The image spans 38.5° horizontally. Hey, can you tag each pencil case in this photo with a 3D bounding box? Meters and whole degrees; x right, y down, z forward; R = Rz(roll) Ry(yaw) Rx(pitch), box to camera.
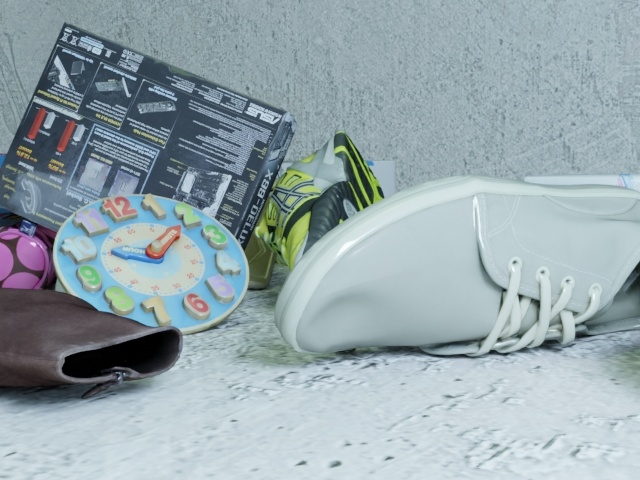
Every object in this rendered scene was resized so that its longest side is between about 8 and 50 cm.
[{"bbox_3d":[-0.379,0.017,1.199,0.098,0.095,0.209,33,-1,-6],"label":"pencil case"}]

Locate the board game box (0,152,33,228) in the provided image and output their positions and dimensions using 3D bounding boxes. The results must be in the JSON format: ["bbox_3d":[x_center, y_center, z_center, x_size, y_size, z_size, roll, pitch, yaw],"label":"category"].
[{"bbox_3d":[-0.533,-0.028,1.260,0.308,0.086,0.302,-20,-2,20],"label":"board game box"}]

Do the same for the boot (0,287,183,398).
[{"bbox_3d":[-0.252,0.072,0.662,0.207,0.090,0.248,1,2,39],"label":"boot"}]

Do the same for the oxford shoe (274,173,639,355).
[{"bbox_3d":[0.170,0.035,0.816,0.449,0.169,0.130,-5,44,-32],"label":"oxford shoe"}]

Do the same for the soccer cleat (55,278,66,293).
[{"bbox_3d":[-0.195,0.047,1.000,0.196,0.076,0.068,0,5,5],"label":"soccer cleat"}]

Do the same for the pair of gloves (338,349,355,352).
[{"bbox_3d":[0.038,0.092,0.863,0.083,0.010,0.074,-5,8,-18],"label":"pair of gloves"}]

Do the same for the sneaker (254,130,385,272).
[{"bbox_3d":[0.000,0.000,1.122,0.147,0.145,0.384,-30,18,16],"label":"sneaker"}]

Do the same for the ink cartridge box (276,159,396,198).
[{"bbox_3d":[-0.011,-0.052,1.556,0.233,0.168,0.171,2,7,33],"label":"ink cartridge box"}]

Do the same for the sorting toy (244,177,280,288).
[{"bbox_3d":[-0.107,-0.010,1.302,0.307,0.041,0.229,1,45,14],"label":"sorting toy"}]

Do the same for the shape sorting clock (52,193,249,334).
[{"bbox_3d":[-0.175,0.019,0.964,0.206,0.040,0.206,11,37,-8],"label":"shape sorting clock"}]

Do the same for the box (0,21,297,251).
[{"bbox_3d":[-0.215,-0.096,1.121,0.307,0.242,0.076,22,-2,7],"label":"box"}]

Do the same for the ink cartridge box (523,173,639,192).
[{"bbox_3d":[0.337,0.003,1.024,0.212,0.154,0.093,0,4,18],"label":"ink cartridge box"}]
